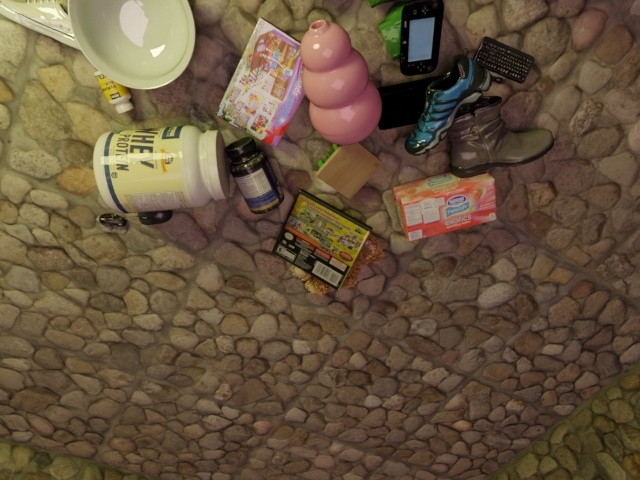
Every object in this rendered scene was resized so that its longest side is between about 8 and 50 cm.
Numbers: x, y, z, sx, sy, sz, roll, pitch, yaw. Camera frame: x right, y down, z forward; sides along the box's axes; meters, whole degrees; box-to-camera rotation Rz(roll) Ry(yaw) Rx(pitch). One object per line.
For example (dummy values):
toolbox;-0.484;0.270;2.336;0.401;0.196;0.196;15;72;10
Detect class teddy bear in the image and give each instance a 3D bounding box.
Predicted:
teddy bear;0.057;0.071;1.488;0.245;0.113;0.338;38;112;-4

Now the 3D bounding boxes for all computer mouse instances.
computer mouse;-0.612;-0.075;1.372;0.241;0.041;0.071;-9;121;1

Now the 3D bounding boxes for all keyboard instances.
keyboard;0.536;-0.518;1.231;0.179;0.023;0.108;16;118;-13

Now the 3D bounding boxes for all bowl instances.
bowl;-0.456;-0.551;1.056;0.297;0.134;0.298;-2;120;-4

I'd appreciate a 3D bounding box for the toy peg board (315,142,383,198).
toy peg board;0.083;-0.245;1.329;0.160;0.079;0.161;28;115;-37

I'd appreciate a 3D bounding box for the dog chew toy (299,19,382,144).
dog chew toy;0.045;-0.416;1.104;0.206;0.207;0.332;-20;141;7

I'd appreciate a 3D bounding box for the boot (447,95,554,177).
boot;0.551;-0.337;1.269;0.337;0.118;0.223;-18;126;2

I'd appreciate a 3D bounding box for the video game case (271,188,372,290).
video game case;0.000;0.000;1.400;0.274;0.035;0.249;30;111;9

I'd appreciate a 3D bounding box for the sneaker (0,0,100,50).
sneaker;-0.692;-0.571;1.059;0.257;0.094;0.092;18;105;-24

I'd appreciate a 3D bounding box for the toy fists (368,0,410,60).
toy fists;0.207;-0.630;1.096;0.142;0.096;0.279;-21;122;19

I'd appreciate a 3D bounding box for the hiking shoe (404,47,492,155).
hiking shoe;0.330;-0.384;1.183;0.131;0.113;0.304;24;119;-30

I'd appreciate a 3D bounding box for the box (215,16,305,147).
box;-0.148;-0.442;1.191;0.200;0.057;0.293;26;114;-18

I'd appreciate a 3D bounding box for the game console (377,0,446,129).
game console;0.257;-0.476;1.151;0.212;0.044;0.362;-13;141;-1

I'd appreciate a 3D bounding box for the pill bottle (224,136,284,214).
pill bottle;-0.205;-0.201;1.288;0.122;0.123;0.219;-20;119;6

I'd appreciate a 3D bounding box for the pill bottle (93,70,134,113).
pill bottle;-0.572;-0.420;1.161;0.065;0.065;0.117;-17;121;5

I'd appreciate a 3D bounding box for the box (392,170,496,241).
box;0.406;-0.126;1.376;0.299;0.142;0.154;-15;121;3

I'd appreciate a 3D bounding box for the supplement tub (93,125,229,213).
supplement tub;-0.442;-0.205;1.200;0.323;0.236;0.236;-5;120;-3
